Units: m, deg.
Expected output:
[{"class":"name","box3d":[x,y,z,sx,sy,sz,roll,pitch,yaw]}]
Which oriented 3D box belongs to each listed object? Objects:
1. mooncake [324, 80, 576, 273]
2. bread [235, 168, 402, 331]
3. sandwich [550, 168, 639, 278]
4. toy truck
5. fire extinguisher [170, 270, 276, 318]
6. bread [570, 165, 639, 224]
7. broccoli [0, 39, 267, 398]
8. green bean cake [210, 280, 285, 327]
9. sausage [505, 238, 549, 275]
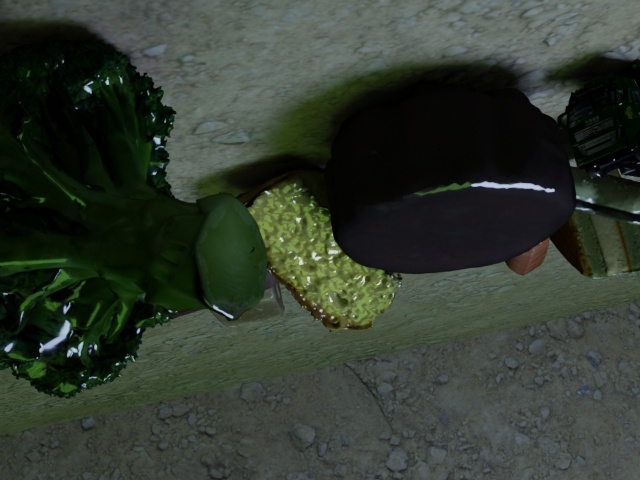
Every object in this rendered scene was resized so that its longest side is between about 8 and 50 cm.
[{"class":"mooncake","box3d":[0.143,-0.066,1.107,0.282,0.141,0.283,-2,158,-1]},{"class":"bread","box3d":[-0.004,-0.009,1.254,0.129,0.134,0.260,-34,121,20]},{"class":"sandwich","box3d":[0.398,-0.011,1.486,0.117,0.187,0.144,-8,158,-12]},{"class":"toy truck","box3d":[0.384,-0.131,1.146,0.259,0.121,0.088,2,160,-43]},{"class":"fire extinguisher","box3d":[-0.146,0.040,1.421,0.268,0.105,0.104,-19,163,24]},{"class":"bread","box3d":[0.357,-0.063,1.286,0.286,0.056,0.207,17,-173,37]},{"class":"broccoli","box3d":[-0.185,-0.020,0.786,0.297,0.298,0.297,3,175,33]},{"class":"green bean cake","box3d":[-0.123,0.081,1.592,0.109,0.085,0.179,-11,164,3]},{"class":"sausage","box3d":[0.308,0.000,1.456,0.065,0.065,0.169,-13,161,2]}]
